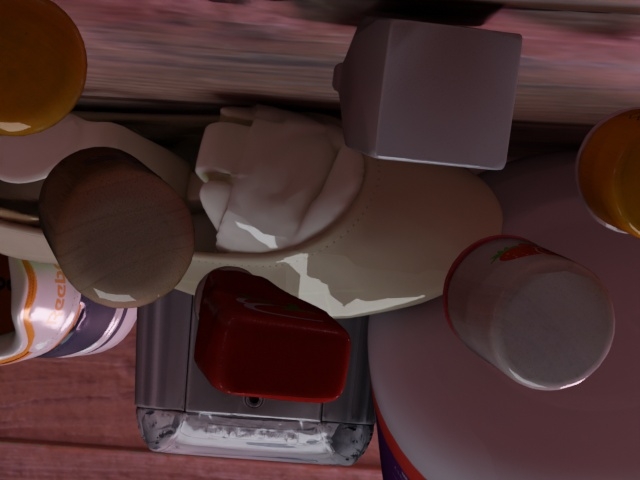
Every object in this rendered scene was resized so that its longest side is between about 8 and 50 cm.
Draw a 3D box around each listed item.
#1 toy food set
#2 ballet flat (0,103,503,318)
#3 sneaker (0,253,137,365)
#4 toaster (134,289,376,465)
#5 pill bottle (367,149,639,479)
[{"bbox_3d":[-0.002,-0.015,0.569,0.232,0.111,0.104,4,-173,-14],"label":"toy food set"},{"bbox_3d":[-0.052,-0.020,0.750,0.248,0.086,0.086,3,175,24],"label":"ballet flat"},{"bbox_3d":[-0.287,0.028,1.232,0.321,0.126,0.127,-5,174,25],"label":"sneaker"},{"bbox_3d":[-0.029,0.035,0.929,0.129,0.146,0.227,5,175,-2],"label":"toaster"},{"bbox_3d":[0.120,0.118,0.856,0.181,0.181,0.323,4,145,9],"label":"pill bottle"}]
